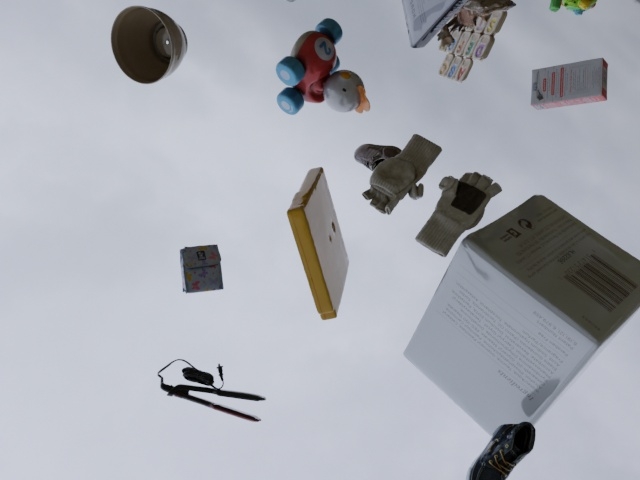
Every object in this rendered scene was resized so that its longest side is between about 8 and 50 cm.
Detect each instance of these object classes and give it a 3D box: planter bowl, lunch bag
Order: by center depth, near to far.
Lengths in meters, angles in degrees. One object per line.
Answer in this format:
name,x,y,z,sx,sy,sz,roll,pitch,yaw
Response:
lunch bag,-0.214,0.050,1.086,0.071,0.053,0.083,-4,-90,-21
planter bowl,-0.364,-0.435,1.344,0.162,0.162,0.109,45,-148,3

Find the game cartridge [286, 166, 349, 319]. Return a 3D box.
game cartridge,0.000,0.000,1.468,0.323,0.053,0.285,-68,-36,-65

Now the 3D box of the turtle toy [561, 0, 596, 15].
turtle toy,0.641,-0.596,1.474,0.130,0.066,0.095,-33,-116,-11

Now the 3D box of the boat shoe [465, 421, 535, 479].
boat shoe,0.342,0.420,1.153,0.065,0.083,0.183,40,-122,2

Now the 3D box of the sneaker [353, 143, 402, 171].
sneaker,0.149,-0.230,1.716,0.066,0.188,0.071,48,-114,-29

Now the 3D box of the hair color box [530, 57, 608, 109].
hair color box,0.603,-0.378,1.472,0.053,0.167,0.093,9,-96,-52

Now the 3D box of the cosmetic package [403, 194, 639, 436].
cosmetic package,0.455,0.176,1.354,0.330,0.393,0.327,-25,-124,-39

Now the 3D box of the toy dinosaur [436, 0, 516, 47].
toy dinosaur,0.215,-0.483,1.135,0.296,0.127,0.200,39,-151,-6

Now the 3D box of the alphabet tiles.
alphabet tiles,0.419,-0.584,1.698,0.021,0.277,0.284,17,-163,-21

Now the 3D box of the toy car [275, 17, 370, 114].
toy car,0.039,-0.426,1.608,0.238,0.210,0.219,31,-117,14

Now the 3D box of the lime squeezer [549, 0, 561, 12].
lime squeezer,0.371,-0.426,0.764,0.110,0.310,0.059,50,177,-19

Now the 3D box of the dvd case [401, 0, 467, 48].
dvd case,0.179,-0.422,0.894,0.030,0.239,0.179,-6,-98,-18

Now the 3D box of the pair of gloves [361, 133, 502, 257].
pair of gloves,0.222,-0.103,1.244,0.240,0.042,0.204,40,-105,22

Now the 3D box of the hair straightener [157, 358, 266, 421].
hair straightener,-0.215,0.284,1.195,0.231,0.047,0.088,14,-100,12
